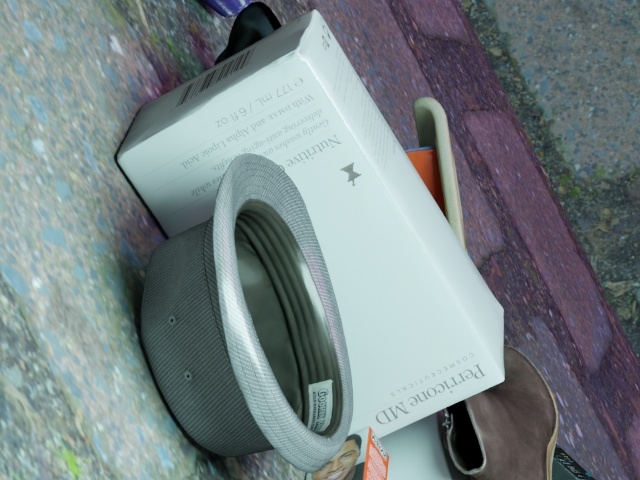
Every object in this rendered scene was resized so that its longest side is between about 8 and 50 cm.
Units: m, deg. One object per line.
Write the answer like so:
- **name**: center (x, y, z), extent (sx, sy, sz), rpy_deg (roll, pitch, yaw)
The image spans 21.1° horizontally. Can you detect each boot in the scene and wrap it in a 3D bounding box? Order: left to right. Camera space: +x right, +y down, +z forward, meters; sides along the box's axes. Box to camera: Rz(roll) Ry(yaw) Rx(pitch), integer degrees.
- **boot**: center (0.183, 0.178, 1.812), extent (0.207, 0.090, 0.248), rpy_deg (49, 25, -48)

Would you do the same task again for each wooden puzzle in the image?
- **wooden puzzle**: center (0.159, 0.034, 2.184), extent (0.322, 0.080, 0.348), rpy_deg (72, 7, -67)

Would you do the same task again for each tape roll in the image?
- **tape roll**: center (0.152, 0.308, 1.859), extent (0.286, 0.100, 0.286), rpy_deg (55, 18, -28)

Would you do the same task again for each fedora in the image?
- **fedora**: center (-0.074, 0.074, 1.481), extent (0.244, 0.124, 0.275), rpy_deg (-5, 77, -70)

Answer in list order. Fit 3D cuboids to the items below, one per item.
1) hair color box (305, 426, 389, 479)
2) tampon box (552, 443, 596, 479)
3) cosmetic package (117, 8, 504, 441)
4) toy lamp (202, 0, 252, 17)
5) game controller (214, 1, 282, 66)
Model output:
- **hair color box**: center (0.023, 0.240, 1.618), extent (0.043, 0.072, 0.141), rpy_deg (58, 16, -18)
- **tampon box**: center (0.231, 0.272, 2.061), extent (0.161, 0.101, 0.120), rpy_deg (42, 8, 23)
- **cosmetic package**: center (0.000, 0.000, 1.672), extent (0.385, 0.217, 0.156), rpy_deg (56, 17, -17)
- **toy lamp**: center (-0.169, -0.373, 1.973), extent (0.274, 0.080, 0.080), rpy_deg (51, 20, -29)
- **game controller**: center (-0.024, -0.101, 1.858), extent (0.067, 0.166, 0.319), rpy_deg (-16, 67, -31)
